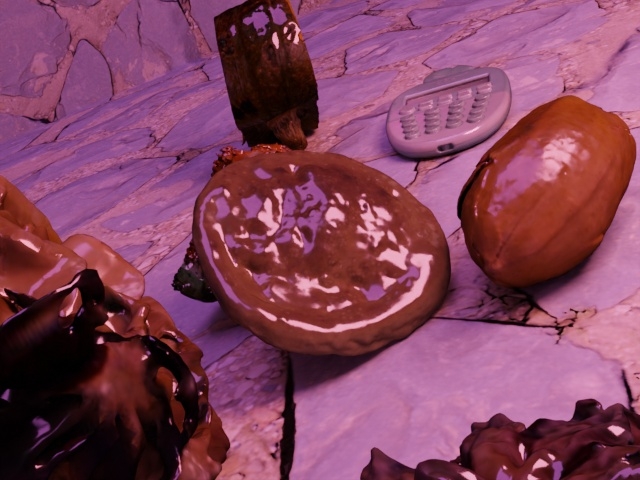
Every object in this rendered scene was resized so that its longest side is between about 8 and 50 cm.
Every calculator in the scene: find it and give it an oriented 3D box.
[{"bbox_3d":[0.186,-0.193,1.108,0.184,0.042,0.295,-13,27,18],"label":"calculator"}]

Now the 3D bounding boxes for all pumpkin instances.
[{"bbox_3d":[-0.078,-0.244,1.213,0.139,0.222,0.317,-13,-6,-4],"label":"pumpkin"}]

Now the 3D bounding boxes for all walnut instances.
[{"bbox_3d":[0.205,-0.049,0.676,0.137,0.137,0.245,6,38,47],"label":"walnut"}]

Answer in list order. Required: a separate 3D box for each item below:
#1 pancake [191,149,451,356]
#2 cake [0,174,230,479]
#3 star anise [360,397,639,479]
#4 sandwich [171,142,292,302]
[{"bbox_3d":[0.000,0.000,0.677,0.242,0.050,0.242,6,49,-7],"label":"pancake"},{"bbox_3d":[-0.216,0.092,0.487,0.321,0.332,0.332,-7,26,17],"label":"cake"},{"bbox_3d":[0.079,0.143,0.335,0.236,0.109,0.223,-28,13,36],"label":"star anise"},{"bbox_3d":[-0.059,-0.022,0.828,0.079,0.159,0.235,14,15,22],"label":"sandwich"}]
